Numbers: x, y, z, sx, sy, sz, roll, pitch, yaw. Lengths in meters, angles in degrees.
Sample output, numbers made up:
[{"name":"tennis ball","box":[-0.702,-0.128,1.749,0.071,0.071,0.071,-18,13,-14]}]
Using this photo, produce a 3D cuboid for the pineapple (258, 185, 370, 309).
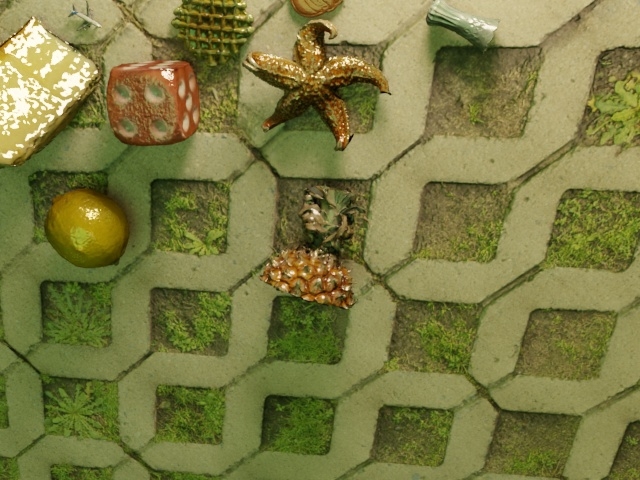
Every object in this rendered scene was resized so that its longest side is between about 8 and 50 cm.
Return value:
[{"name":"pineapple","box":[0.000,0.000,1.753,0.263,0.262,0.271,17,96,1]}]

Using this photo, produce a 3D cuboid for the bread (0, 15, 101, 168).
[{"name":"bread","box":[-0.683,-0.338,1.627,0.248,0.315,0.279,37,105,-19]}]

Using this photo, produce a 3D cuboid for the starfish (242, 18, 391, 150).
[{"name":"starfish","box":[-0.019,-0.338,1.638,0.312,0.113,0.303,-30,106,17]}]

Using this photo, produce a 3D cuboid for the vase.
[{"name":"vase","box":[0.301,-0.466,1.545,0.149,0.081,0.081,24,116,0]}]

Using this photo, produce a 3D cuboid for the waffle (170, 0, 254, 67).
[{"name":"waffle","box":[-0.245,-0.494,1.638,0.183,0.036,0.169,-39,102,22]}]

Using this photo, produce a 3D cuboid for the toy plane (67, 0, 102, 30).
[{"name":"toy plane","box":[-0.548,-0.518,1.681,0.085,0.024,0.077,25,116,-10]}]

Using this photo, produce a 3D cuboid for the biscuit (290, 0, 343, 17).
[{"name":"biscuit","box":[-0.006,-0.547,1.585,0.131,0.019,0.102,-23,110,17]}]

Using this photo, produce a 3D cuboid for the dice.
[{"name":"dice","box":[-0.385,-0.322,1.663,0.174,0.175,0.179,1,115,10]}]

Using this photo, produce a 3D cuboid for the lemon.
[{"name":"lemon","box":[-0.588,-0.028,1.823,0.192,0.192,0.231,-39,97,23]}]
